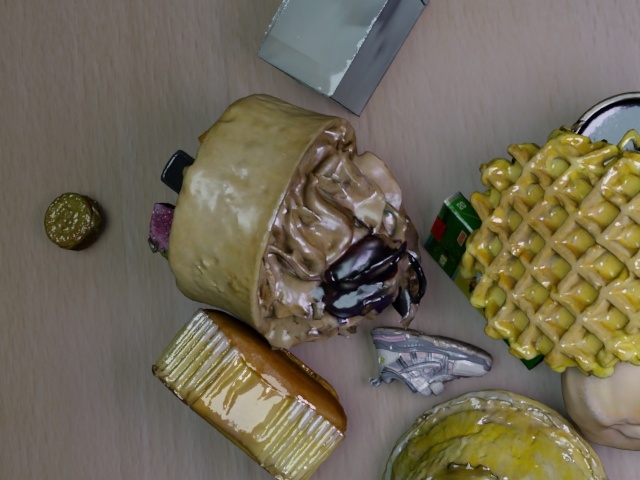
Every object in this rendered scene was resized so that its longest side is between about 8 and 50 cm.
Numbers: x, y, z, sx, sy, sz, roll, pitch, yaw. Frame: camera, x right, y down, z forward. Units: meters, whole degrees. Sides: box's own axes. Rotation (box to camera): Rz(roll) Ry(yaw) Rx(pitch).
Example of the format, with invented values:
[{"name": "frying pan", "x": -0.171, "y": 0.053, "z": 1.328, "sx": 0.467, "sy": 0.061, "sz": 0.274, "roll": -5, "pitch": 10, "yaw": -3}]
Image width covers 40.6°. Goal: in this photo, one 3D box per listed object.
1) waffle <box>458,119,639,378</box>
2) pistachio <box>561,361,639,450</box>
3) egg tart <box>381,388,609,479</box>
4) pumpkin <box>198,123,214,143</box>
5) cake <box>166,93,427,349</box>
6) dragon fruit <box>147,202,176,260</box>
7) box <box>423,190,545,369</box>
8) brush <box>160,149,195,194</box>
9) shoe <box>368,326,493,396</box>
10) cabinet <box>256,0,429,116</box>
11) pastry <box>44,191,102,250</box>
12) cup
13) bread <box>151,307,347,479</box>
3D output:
[{"name": "waffle", "x": 0.295, "y": 0.010, "z": 1.006, "sx": 0.329, "sy": 0.062, "sz": 0.329, "roll": -6, "pitch": 82, "yaw": 46}, {"name": "pistachio", "x": 0.425, "y": 0.126, "z": 1.074, "sx": 0.229, "sy": 0.230, "sz": 0.309, "roll": 30, "pitch": 94, "yaw": 19}, {"name": "egg tart", "x": 0.220, "y": 0.377, "z": 1.141, "sx": 0.345, "sy": 0.132, "sz": 0.346, "roll": 3, "pitch": 97, "yaw": 26}, {"name": "pumpkin", "x": -0.153, "y": -0.147, "z": 1.390, "sx": 0.073, "sy": 0.035, "sz": 0.101, "roll": -38, "pitch": 77, "yaw": 16}, {"name": "cake", "x": 0.003, "y": -0.008, "z": 1.174, "sx": 0.321, "sy": 0.332, "sz": 0.333, "roll": 21, "pitch": 93, "yaw": 15}, {"name": "dragon fruit", "x": -0.211, "y": 0.004, "z": 1.368, "sx": 0.147, "sy": 0.102, "sz": 0.096, "roll": 20, "pitch": 86, "yaw": 30}, {"name": "box", "x": 0.237, "y": 0.056, "z": 1.180, "sx": 0.034, "sy": 0.132, "sz": 0.235, "roll": -31, "pitch": 68, "yaw": -22}, {"name": "brush", "x": -0.181, "y": -0.075, "z": 1.403, "sx": 0.193, "sy": 0.016, "sz": 0.063, "roll": 36, "pitch": 99, "yaw": 19}, {"name": "shoe", "x": 0.150, "y": 0.179, "z": 1.228, "sx": 0.180, "sy": 0.089, "sz": 0.092, "roll": 10, "pitch": 88, "yaw": 23}, {"name": "cabinet", "x": 0.032, "y": -0.317, "z": 1.277, "sx": 0.150, "sy": 0.145, "sz": 0.206, "roll": 33, "pitch": 97, "yaw": 18}, {"name": "pastry", "x": -0.418, "y": -0.032, "z": 1.464, "sx": 0.109, "sy": 0.057, "sz": 0.097, "roll": 6, "pitch": 86, "yaw": 19}, {"name": "cup", "x": 0.368, "y": -0.088, "z": 1.122, "sx": 0.239, "sy": 0.177, "sz": 0.166, "roll": -4, "pitch": 85, "yaw": 19}, {"name": "bread", "x": -0.093, "y": 0.222, "z": 1.268, "sx": 0.288, "sy": 0.204, "sz": 0.156, "roll": 38, "pitch": 81, "yaw": 15}]
